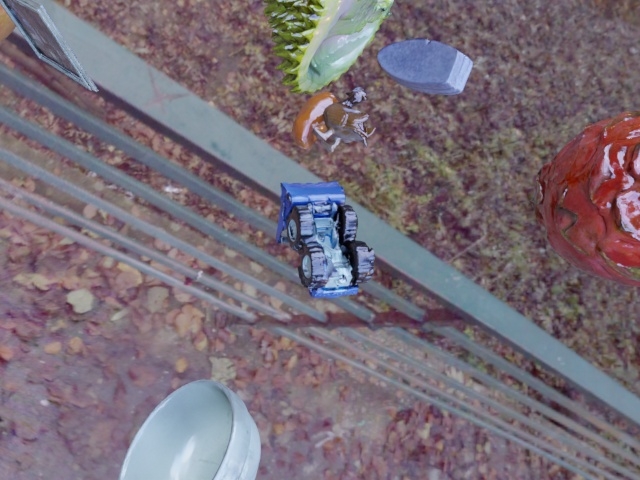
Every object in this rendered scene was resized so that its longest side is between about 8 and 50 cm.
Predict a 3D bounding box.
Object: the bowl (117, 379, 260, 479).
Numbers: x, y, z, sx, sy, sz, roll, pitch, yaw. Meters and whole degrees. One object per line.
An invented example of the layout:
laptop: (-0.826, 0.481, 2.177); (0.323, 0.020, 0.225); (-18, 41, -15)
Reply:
bowl: (-0.240, 0.443, 1.246); (0.163, 0.307, 0.307); (45, 58, -36)

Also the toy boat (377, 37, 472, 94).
toy boat: (0.266, -0.467, 1.684); (0.078, 0.282, 0.127); (10, 101, -49)

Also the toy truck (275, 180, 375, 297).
toy truck: (0.000, 0.000, 1.059); (0.113, 0.126, 0.208); (-3, 55, -22)

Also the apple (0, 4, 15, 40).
apple: (-0.841, -0.582, 1.396); (0.363, 0.363, 0.365); (7, 79, -37)

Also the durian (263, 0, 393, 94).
durian: (0.021, -0.298, 0.890); (0.355, 0.169, 0.158); (-47, 126, -63)

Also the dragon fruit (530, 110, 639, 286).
dragon fruit: (0.401, -0.051, 0.802); (0.240, 0.252, 0.241); (6, 79, -31)

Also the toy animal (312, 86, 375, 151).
toy animal: (0.078, -0.291, 1.535); (0.179, 0.188, 0.089); (-47, 141, -8)

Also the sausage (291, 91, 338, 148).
sausage: (-0.018, -0.310, 1.632); (0.089, 0.089, 0.179); (46, 62, -24)

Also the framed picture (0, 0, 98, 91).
framed picture: (-0.402, -0.294, 0.904); (0.011, 0.183, 0.142); (-45, 143, -18)
